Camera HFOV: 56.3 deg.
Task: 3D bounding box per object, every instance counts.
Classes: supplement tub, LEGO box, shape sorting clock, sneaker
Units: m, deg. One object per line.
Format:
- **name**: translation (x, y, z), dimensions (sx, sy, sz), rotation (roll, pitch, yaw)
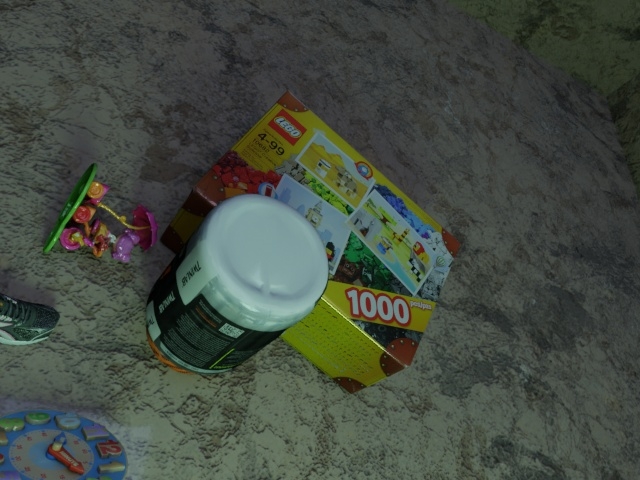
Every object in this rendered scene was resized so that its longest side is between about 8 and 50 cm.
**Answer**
- **supplement tub**: translation (-0.151, 0.089, 0.960), dimensions (0.207, 0.338, 0.207), rotation (18, 54, -26)
- **LEGO box**: translation (0.000, 0.000, 1.221), dimensions (0.500, 0.193, 0.372), rotation (40, 48, -8)
- **shape sorting clock**: translation (-0.366, 0.293, 0.816), dimensions (0.206, 0.040, 0.206), rotation (25, 9, -4)
- **sneaker**: translation (-0.484, 0.108, 0.893), dimensions (0.178, 0.077, 0.071), rotation (12, 58, -30)

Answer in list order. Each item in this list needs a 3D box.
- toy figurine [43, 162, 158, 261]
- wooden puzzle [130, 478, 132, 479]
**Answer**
- **toy figurine**: translation (-0.367, -0.021, 1.047), dimensions (0.159, 0.130, 0.173), rotation (32, 70, -28)
- **wooden puzzle**: translation (-0.276, 0.424, 0.888), dimensions (0.079, 0.014, 0.116), rotation (-29, 81, -43)
